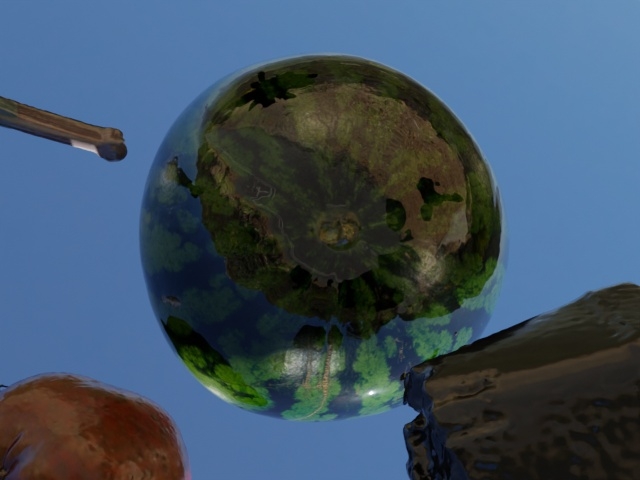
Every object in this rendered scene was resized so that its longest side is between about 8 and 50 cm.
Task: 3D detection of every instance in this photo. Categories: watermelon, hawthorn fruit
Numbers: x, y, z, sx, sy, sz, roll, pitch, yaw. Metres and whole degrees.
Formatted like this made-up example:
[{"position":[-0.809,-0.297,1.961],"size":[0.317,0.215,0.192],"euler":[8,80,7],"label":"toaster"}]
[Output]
[{"position":[0.000,0.000,1.465],"size":[0.285,0.285,0.285],"euler":[25,-157,-11],"label":"watermelon"},{"position":[-0.189,0.191,1.509],"size":[0.189,0.189,0.189],"euler":[25,-157,-11],"label":"hawthorn fruit"}]

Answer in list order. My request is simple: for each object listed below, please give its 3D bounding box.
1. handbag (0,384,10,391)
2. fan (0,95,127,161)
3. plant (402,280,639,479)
[{"position":[-0.266,0.307,1.638],"size":[0.326,0.269,0.118],"euler":[39,165,43],"label":"handbag"},{"position":[-0.264,-0.105,1.358],"size":[0.282,0.057,0.023],"euler":[14,-151,-24],"label":"fan"},{"position":[0.179,0.115,1.180],"size":[0.256,0.164,0.142],"euler":[0,-167,-6],"label":"plant"}]
